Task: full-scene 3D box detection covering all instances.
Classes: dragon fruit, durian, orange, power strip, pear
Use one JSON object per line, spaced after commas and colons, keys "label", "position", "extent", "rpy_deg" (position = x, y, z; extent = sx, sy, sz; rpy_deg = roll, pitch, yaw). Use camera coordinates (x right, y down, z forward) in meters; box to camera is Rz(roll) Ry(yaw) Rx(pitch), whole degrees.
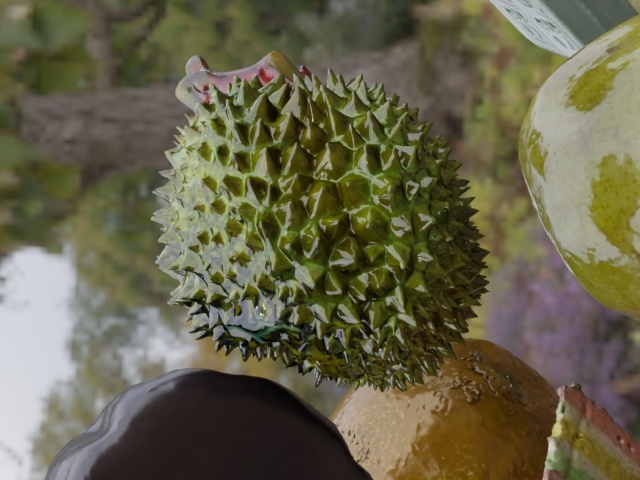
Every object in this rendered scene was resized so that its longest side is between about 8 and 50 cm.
{"label": "dragon fruit", "position": [-0.063, -0.121, 1.926], "extent": [0.133, 0.207, 0.150], "rpy_deg": [-35, -35, -28]}
{"label": "durian", "position": [-0.001, 0.001, 1.507], "extent": [0.225, 0.291, 0.291], "rpy_deg": [-54, -29, -45]}
{"label": "orange", "position": [0.126, 0.233, 1.959], "extent": [0.274, 0.274, 0.274], "rpy_deg": [3, -90, -83]}
{"label": "power strip", "position": [0.259, -0.346, 2.381], "extent": [0.141, 0.261, 0.229], "rpy_deg": [-49, 23, -2]}
{"label": "pear", "position": [0.338, -0.070, 1.721], "extent": [0.304, 0.304, 0.304], "rpy_deg": [3, -90, -83]}

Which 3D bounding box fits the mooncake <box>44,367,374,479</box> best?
{"label": "mooncake", "position": [-0.093, 0.242, 1.569], "extent": [0.141, 0.283, 0.283], "rpy_deg": [169, 106, -67]}

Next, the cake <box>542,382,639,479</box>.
{"label": "cake", "position": [0.211, 0.214, 1.363], "extent": [0.225, 0.090, 0.109], "rpy_deg": [44, -137, -17]}
